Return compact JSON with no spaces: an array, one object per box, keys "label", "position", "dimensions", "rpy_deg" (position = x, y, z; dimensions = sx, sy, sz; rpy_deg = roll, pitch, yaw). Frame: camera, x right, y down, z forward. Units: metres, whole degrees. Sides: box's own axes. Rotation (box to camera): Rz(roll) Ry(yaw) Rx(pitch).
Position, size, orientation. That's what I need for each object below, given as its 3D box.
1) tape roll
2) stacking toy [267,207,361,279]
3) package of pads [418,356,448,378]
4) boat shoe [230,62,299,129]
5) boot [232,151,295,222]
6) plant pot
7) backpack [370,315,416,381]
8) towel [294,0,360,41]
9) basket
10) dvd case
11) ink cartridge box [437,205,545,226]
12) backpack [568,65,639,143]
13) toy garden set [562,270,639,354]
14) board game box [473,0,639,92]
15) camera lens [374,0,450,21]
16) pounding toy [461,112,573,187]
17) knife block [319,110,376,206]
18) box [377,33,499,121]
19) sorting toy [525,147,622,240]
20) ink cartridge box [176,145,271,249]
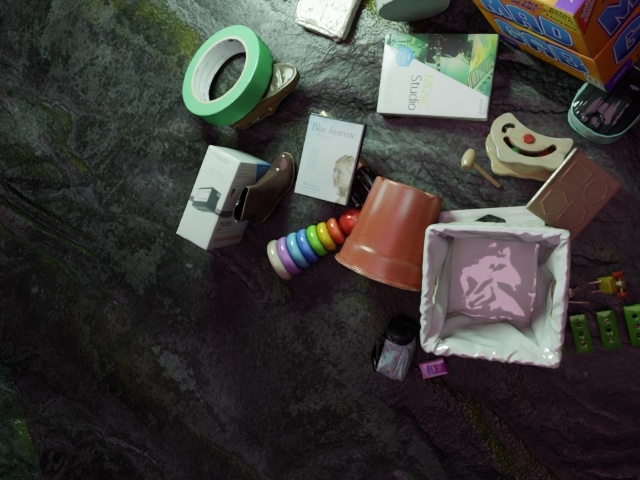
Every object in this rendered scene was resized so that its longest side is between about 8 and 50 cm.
[{"label":"tape roll","position":[-0.304,-0.531,1.584],"dimensions":[0.321,0.077,0.321],"rpy_deg":[-11,69,29]},{"label":"stacking toy","position":[0.000,0.000,1.575],"dimensions":[0.330,0.141,0.141],"rpy_deg":[-26,86,14]},{"label":"package of pads","position":[0.351,0.396,1.524],"dimensions":[0.083,0.032,0.050],"rpy_deg":[-19,91,21]},{"label":"boat shoe","position":[-0.185,-0.467,1.601],"dimensions":[0.307,0.104,0.110],"rpy_deg":[-24,66,23]},{"label":"boot","position":[-0.177,-0.169,1.569],"dimensions":[0.090,0.207,0.248],"rpy_deg":[27,104,16]},{"label":"plant pot","position":[0.213,-0.030,1.411],"dimensions":[0.272,0.272,0.265],"rpy_deg":[22,100,17]},{"label":"backpack","position":[0.230,0.340,1.507],"dimensions":[0.115,0.152,0.182],"rpy_deg":[23,115,26]},{"label":"towel","position":[0.046,-0.774,1.514],"dimensions":[0.187,0.049,0.282],"rpy_deg":[28,103,14]},{"label":"basket","position":[0.442,0.116,1.269],"dimensions":[0.331,0.266,0.328],"rpy_deg":[3,97,19]},{"label":"dvd case","position":[0.028,-0.245,1.490],"dimensions":[0.180,0.022,0.253],"rpy_deg":[16,100,19]},{"label":"ink cartridge box","position":[0.493,0.036,1.418],"dimensions":[0.296,0.066,0.261],"rpy_deg":[-2,94,20]},{"label":"backpack","position":[0.732,-0.344,1.249],"dimensions":[0.166,0.144,0.188],"rpy_deg":[40,93,13]},{"label":"toy garden set","position":[0.743,0.200,1.354],"dimensions":[0.244,0.049,0.203],"rpy_deg":[-13,92,22]},{"label":"board game box","position":[0.593,-0.627,1.102],"dimensions":[0.356,0.356,0.356],"rpy_deg":[-53,52,17]},{"label":"camera lens","position":[0.248,-0.775,1.346],"dimensions":[0.219,0.219,0.274],"rpy_deg":[-3,95,20]},{"label":"pounding toy","position":[0.538,-0.245,1.373],"dimensions":[0.270,0.155,0.154],"rpy_deg":[11,70,10]},{"label":"knife block","position":[0.096,-0.247,1.525],"dimensions":[0.242,0.088,0.275],"rpy_deg":[11,99,18]},{"label":"box","position":[0.337,-0.476,1.430],"dimensions":[0.322,0.058,0.232],"rpy_deg":[8,98,19]},{"label":"sorting toy","position":[0.670,-0.120,1.305],"dimensions":[0.208,0.038,0.193],"rpy_deg":[29,108,-22]},{"label":"ink cartridge box","position":[-0.312,-0.138,1.613],"dimensions":[0.129,0.223,0.307],"rpy_deg":[28,104,15]}]
